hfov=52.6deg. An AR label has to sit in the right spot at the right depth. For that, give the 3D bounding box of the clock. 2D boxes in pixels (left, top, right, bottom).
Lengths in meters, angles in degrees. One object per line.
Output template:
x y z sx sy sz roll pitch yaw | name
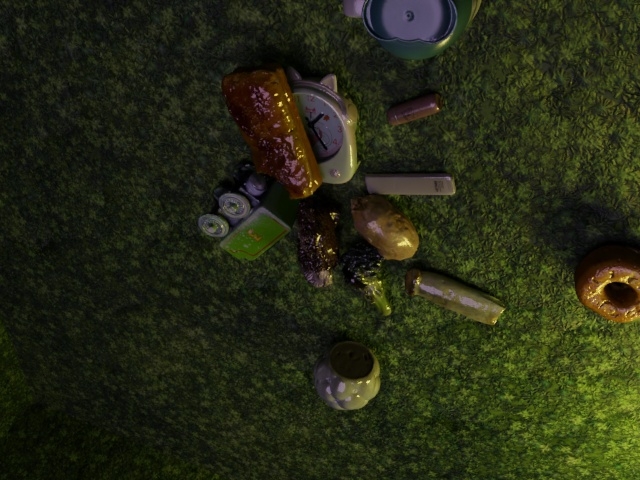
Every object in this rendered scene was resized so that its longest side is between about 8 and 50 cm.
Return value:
-0.017 -0.320 1.769 0.265 0.108 0.324 15 131 16 | clock

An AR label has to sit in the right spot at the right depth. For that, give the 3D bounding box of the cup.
0.192 -0.521 1.404 0.290 0.257 0.219 11 125 19 | cup

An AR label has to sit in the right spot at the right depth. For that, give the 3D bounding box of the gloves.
-0.007 -0.003 1.967 0.135 0.210 0.312 2 151 1 | gloves

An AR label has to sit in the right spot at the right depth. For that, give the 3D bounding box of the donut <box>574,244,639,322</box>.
0.794 0.115 1.724 0.227 0.113 0.226 13 130 17 | donut

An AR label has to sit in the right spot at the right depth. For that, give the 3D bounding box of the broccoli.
0.164 0.138 2.051 0.146 0.164 0.304 -23 133 4 | broccoli

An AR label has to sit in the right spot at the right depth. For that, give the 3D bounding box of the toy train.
-0.226 -0.083 2.033 0.249 0.173 0.307 37 134 -18 | toy train

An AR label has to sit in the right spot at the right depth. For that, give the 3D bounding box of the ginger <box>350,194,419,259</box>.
0.190 -0.034 1.884 0.152 0.138 0.267 -16 124 39 | ginger

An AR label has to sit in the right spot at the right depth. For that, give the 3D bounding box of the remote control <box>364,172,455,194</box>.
0.251 -0.161 1.825 0.261 0.029 0.067 3 128 27 | remote control

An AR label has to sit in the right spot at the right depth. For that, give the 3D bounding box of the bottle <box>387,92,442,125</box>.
0.241 -0.337 1.664 0.140 0.053 0.053 -12 120 34 | bottle

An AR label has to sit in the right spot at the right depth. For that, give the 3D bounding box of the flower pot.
0.092 0.480 2.286 0.246 0.246 0.195 21 133 10 | flower pot

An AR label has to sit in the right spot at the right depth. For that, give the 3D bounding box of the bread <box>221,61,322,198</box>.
-0.131 -0.277 1.714 0.186 0.109 0.380 -3 125 28 | bread

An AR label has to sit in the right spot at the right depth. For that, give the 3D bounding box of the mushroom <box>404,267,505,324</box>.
0.405 0.168 1.986 0.313 0.081 0.099 21 136 4 | mushroom
